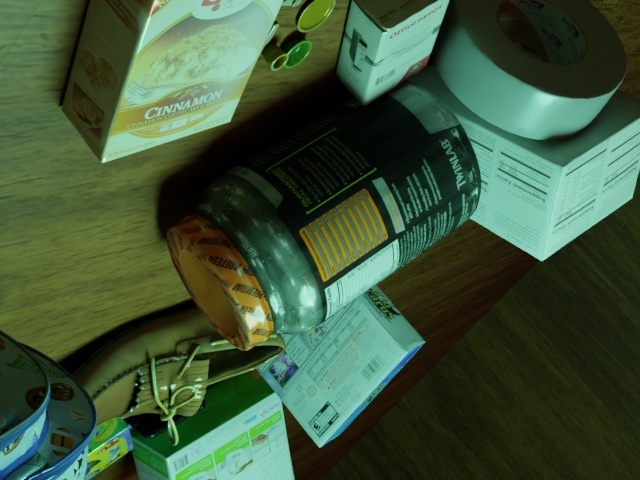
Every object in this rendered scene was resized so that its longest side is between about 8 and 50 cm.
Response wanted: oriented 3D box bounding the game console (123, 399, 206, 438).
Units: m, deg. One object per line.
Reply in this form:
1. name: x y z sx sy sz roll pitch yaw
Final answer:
1. game console: -0.266 0.299 1.619 0.122 0.107 0.071 -28 131 -37

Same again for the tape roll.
1. tape roll: 0.245 -0.223 1.137 0.219 0.219 0.072 -28 159 -36

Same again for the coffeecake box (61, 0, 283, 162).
1. coffeecake box: -0.115 -0.164 0.779 0.142 0.068 0.185 -24 156 -40

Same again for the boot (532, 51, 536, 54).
1. boot: 0.305 -0.226 1.496 0.229 0.091 0.263 -33 156 5

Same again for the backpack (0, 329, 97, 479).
1. backpack: -0.349 0.191 0.898 0.263 0.276 0.213 -21 142 -54

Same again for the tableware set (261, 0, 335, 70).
1. tableware set: -0.010 -0.223 0.932 0.104 0.024 0.154 -18 151 -52

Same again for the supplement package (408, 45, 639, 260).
1. supplement package: 0.254 -0.129 1.253 0.204 0.262 0.145 -30 138 -33

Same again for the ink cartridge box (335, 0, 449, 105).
1. ink cartridge box: 0.077 -0.224 1.056 0.099 0.056 0.135 -34 162 -22

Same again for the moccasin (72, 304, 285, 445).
1. moccasin: -0.201 0.188 1.340 0.380 0.147 0.139 -19 153 -50

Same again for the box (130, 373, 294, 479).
1. box: -0.188 0.407 1.760 0.262 0.127 0.231 -28 121 -37

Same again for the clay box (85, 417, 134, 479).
1. clay box: -0.398 0.353 1.496 0.222 0.053 0.127 -35 162 -20

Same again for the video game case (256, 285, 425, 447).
1. video game case: 0.002 0.152 1.517 0.061 0.244 0.269 -22 156 -49

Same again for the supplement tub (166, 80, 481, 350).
1. supplement tub: 0.004 -0.030 1.130 0.338 0.207 0.207 -33 161 -22
